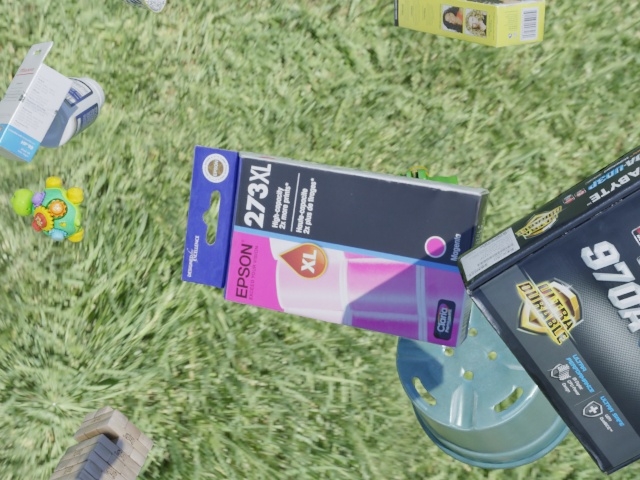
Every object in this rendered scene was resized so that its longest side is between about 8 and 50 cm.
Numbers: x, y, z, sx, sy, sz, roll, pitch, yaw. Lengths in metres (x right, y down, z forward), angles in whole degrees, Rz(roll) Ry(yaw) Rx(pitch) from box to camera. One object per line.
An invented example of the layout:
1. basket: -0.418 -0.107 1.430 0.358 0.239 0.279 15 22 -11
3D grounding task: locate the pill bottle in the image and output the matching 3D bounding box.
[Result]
1. pill bottle: -0.437 -0.227 1.719 0.094 0.169 0.094 5 114 11

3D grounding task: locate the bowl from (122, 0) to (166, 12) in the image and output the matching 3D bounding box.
1. bowl: -0.318 -0.454 1.639 0.080 0.170 0.170 -6 82 12

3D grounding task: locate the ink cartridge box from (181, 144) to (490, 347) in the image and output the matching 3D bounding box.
1. ink cartridge box: 0.000 0.000 1.163 0.370 0.069 0.176 11 100 20

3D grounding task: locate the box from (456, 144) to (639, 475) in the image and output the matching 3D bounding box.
1. box: 0.232 0.055 0.741 0.175 0.051 0.220 -32 115 14

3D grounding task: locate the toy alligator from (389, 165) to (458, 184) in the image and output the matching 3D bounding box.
1. toy alligator: 0.081 -0.058 1.283 0.189 0.051 0.056 -16 58 21

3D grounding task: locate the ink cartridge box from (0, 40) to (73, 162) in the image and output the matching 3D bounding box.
1. ink cartridge box: -0.447 -0.213 1.543 0.060 0.104 0.180 32 78 -33

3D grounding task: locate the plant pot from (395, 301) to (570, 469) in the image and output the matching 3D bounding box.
1. plant pot: 0.291 0.225 1.782 0.341 0.334 0.341 -5 73 16

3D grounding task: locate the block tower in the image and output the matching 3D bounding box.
1. block tower: -0.359 0.395 1.461 0.097 0.091 0.335 48 37 -23

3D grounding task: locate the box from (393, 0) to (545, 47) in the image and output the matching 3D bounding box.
1. box: 0.200 -0.314 1.381 0.087 0.232 0.058 -14 114 -29

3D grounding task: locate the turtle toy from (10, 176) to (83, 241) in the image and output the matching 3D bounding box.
1. turtle toy: -0.429 -0.047 1.574 0.130 0.095 0.066 24 34 26
